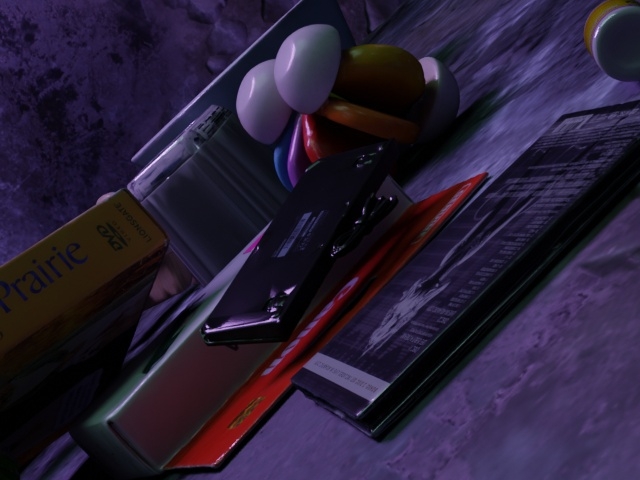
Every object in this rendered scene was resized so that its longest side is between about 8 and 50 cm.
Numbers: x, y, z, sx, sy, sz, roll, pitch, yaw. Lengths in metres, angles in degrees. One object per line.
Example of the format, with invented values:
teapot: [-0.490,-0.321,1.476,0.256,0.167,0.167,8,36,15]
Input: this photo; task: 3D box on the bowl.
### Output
bowl: [-0.057,-0.143,1.748,0.311,0.163,0.311,-41,8,7]

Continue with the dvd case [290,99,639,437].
dvd case: [0.082,0.009,0.761,0.221,0.018,0.164,-43,9,-8]

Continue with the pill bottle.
pill bottle: [0.179,-0.120,0.876,0.043,0.043,0.083,-41,8,13]

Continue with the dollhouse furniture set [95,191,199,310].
dollhouse furniture set: [-0.376,0.027,1.635,0.362,0.256,0.394,-27,0,-39]

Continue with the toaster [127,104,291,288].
toaster: [-0.104,-0.043,1.503,0.129,0.146,0.227,-41,8,16]

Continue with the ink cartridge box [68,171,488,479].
ink cartridge box: [-0.037,0.046,1.014,0.275,0.060,0.239,-46,7,-22]

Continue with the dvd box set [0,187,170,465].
dvd box set: [-0.308,0.157,1.091,0.420,0.062,0.308,-36,-14,-33]

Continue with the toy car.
toy car: [0.020,-0.090,1.254,0.182,0.159,0.136,-29,52,60]

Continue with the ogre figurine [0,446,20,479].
ogre figurine: [-0.257,0.217,1.071,0.118,0.097,0.197,-55,-3,0]

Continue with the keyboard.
keyboard: [0.000,0.000,0.971,0.108,0.023,0.180,-12,35,42]
